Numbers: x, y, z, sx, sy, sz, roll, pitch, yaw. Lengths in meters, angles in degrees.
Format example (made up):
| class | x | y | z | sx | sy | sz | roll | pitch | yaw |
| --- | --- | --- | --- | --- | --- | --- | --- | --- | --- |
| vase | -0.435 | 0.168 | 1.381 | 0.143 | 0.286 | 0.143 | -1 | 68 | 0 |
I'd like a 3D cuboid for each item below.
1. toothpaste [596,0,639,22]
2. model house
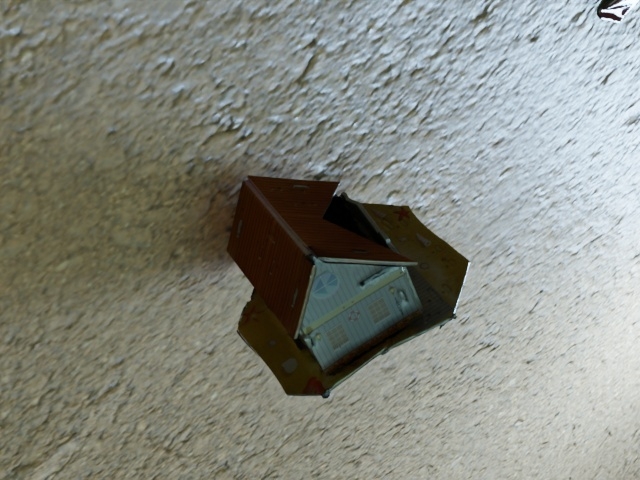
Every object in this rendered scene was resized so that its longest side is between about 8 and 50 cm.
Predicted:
| class | x | y | z | sx | sy | sz | roll | pitch | yaw |
| --- | --- | --- | --- | --- | --- | --- | --- | --- | --- |
| toothpaste | 0.356 | -0.317 | 1.419 | 0.062 | 0.039 | 0.239 | -1 | 132 | -55 |
| model house | 0.000 | 0.000 | 1.258 | 0.207 | 0.219 | 0.136 | -31 | 130 | -6 |
